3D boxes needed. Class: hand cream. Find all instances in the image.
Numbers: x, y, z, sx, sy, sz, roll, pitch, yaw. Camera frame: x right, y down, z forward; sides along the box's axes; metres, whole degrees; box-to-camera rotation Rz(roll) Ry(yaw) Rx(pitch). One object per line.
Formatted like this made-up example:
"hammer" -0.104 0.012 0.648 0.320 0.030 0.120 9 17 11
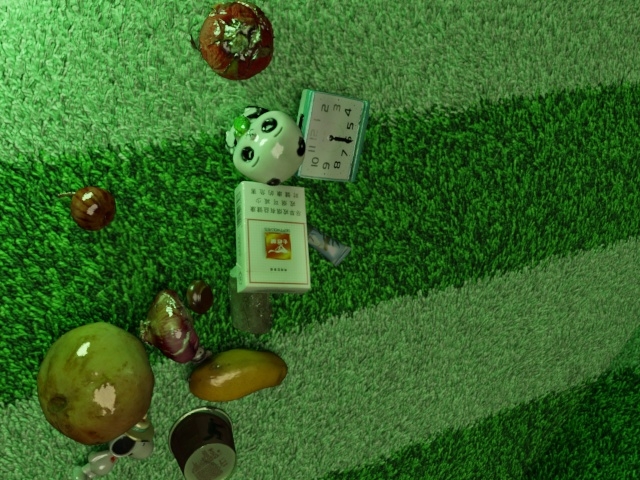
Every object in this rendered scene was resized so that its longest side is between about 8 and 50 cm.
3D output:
"hand cream" 0.000 0.000 1.900 0.256 0.055 0.088 35 96 -36

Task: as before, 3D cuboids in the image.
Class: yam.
"yam" -0.224 0.178 1.805 0.153 0.154 0.255 -4 113 -23

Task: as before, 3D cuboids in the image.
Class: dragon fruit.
"dragon fruit" -0.218 -0.552 1.545 0.223 0.148 0.219 35 92 -29

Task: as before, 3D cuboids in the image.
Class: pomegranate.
"pomegranate" -0.633 0.407 1.618 0.337 0.338 0.339 -8 111 -22

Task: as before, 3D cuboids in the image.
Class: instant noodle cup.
"instant noodle cup" -0.390 0.712 1.894 0.234 0.178 0.235 -7 109 -20

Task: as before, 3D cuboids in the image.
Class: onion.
"onion" -0.460 0.268 1.681 0.163 0.230 0.230 -24 116 -21

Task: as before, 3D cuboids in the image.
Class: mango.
"mango" -0.272 0.446 1.878 0.358 0.144 0.187 -8 128 -29

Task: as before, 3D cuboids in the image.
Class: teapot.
"teapot" -0.390 0.182 1.773 0.098 0.078 0.129 -61 146 -41

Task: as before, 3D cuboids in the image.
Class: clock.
"clock" 0.018 -0.323 1.737 0.231 0.116 0.263 1 106 -33

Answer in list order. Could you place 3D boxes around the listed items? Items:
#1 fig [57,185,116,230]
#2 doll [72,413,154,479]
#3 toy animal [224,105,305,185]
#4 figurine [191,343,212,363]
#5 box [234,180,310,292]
"fig" -0.638 -0.088 1.548 0.128 0.150 0.129 -6 98 -56
"doll" -0.659 0.668 1.779 0.271 0.144 0.208 -21 125 -21
"toy animal" -0.163 -0.279 1.604 0.212 0.267 0.213 -6 111 -17
"figurine" -0.413 0.347 1.832 0.072 0.054 0.129 -36 112 -26
"box" -0.149 -0.006 1.708 0.210 0.095 0.331 3 71 -25
